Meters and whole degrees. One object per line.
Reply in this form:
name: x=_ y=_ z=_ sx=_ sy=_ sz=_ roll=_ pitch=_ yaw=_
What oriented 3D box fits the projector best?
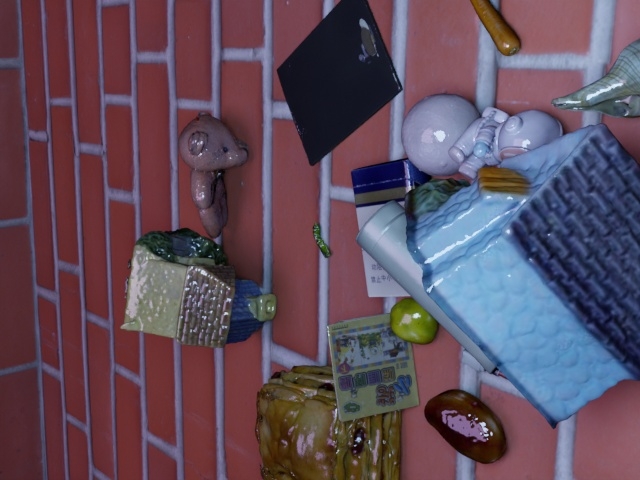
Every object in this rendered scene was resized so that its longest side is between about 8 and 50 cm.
projector: x=0.212 y=0.077 z=1.487 sx=0.337 sy=0.108 sz=0.108 roll=45 pitch=131 yaw=17

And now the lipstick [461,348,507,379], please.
lipstick: x=0.302 y=0.226 z=1.533 sx=0.107 sy=0.025 sz=0.025 roll=26 pitch=118 yaw=39

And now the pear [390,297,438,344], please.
pear: x=0.180 y=0.153 z=1.626 sx=0.092 sy=0.092 sz=0.097 roll=-27 pitch=92 yaw=50

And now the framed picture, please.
framed picture: x=0.027 y=-0.333 z=1.774 sx=0.324 sy=0.013 sz=0.244 roll=-35 pitch=70 yaw=48

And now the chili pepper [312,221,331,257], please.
chili pepper: x=0.000 y=0.000 z=1.867 sx=0.027 sy=0.022 sz=0.083 roll=92 pitch=156 yaw=-72

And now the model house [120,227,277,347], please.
model house: x=-0.263 y=0.116 z=2.016 sx=0.266 sy=0.321 sz=0.261 roll=11 pitch=94 yaw=34

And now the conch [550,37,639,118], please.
conch: x=0.459 y=-0.229 z=1.189 sx=0.234 sy=0.137 sz=0.114 roll=-9 pitch=64 yaw=43

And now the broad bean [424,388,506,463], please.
broad bean: x=0.266 y=0.337 z=1.557 sx=0.165 sy=0.084 sz=0.114 roll=43 pitch=145 yaw=30

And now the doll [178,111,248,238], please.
doll: x=-0.240 y=-0.155 z=2.061 sx=0.201 sy=0.156 sz=0.303 roll=-88 pitch=-11 yaw=-60

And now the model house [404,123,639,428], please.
model house: x=0.353 y=-0.002 z=1.213 sx=0.339 sy=0.297 sz=0.360 roll=-36 pitch=106 yaw=25

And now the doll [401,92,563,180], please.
doll: x=0.271 y=-0.168 z=1.415 sx=0.287 sy=0.151 sz=0.151 roll=12 pitch=106 yaw=42

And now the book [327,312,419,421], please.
book: x=0.104 y=0.243 z=1.676 sx=0.013 sy=0.168 sz=0.192 roll=177 pitch=85 yaw=-75

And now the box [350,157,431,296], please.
box: x=0.147 y=-0.024 z=1.638 sx=0.168 sy=0.071 sz=0.259 roll=-5 pitch=93 yaw=51

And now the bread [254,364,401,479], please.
bread: x=-0.001 y=0.407 z=1.783 sx=0.325 sy=0.167 sz=0.277 roll=3 pitch=94 yaw=36

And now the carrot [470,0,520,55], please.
carrot: x=0.277 y=-0.384 z=1.436 sx=0.037 sy=0.037 sz=0.190 roll=-50 pitch=58 yaw=43
